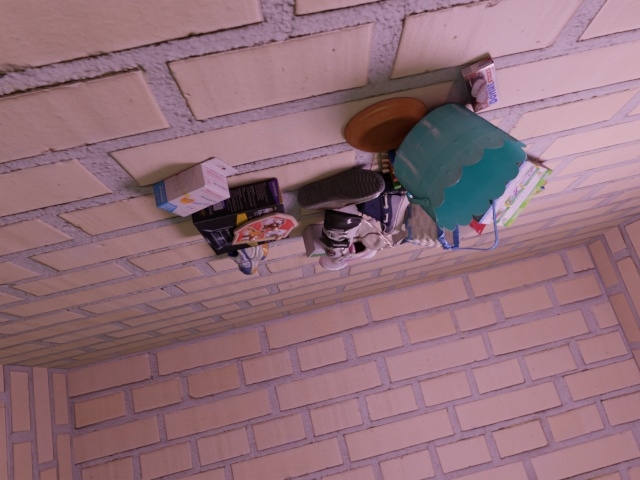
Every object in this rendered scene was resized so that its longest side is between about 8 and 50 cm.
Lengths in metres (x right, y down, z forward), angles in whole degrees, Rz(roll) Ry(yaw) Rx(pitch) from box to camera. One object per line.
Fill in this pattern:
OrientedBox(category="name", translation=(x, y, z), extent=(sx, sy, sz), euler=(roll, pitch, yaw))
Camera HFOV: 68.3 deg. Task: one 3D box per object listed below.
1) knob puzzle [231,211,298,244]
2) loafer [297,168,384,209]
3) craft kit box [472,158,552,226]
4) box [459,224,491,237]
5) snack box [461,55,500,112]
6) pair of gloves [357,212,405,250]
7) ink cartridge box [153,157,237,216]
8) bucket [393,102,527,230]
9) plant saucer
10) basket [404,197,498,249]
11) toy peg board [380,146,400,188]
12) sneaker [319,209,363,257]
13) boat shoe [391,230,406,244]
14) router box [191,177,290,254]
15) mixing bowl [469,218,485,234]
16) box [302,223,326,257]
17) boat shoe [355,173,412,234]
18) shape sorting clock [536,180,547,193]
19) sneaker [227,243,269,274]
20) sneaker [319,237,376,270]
OrientedBox(category="knob puzzle", translation=(-0.152, -0.028, 1.343), extent=(0.213, 0.030, 0.213), euler=(-14, 163, -4))
OrientedBox(category="loafer", translation=(0.061, -0.141, 1.354), extent=(0.251, 0.094, 0.087), euler=(-8, 169, 14))
OrientedBox(category="craft kit box", translation=(0.654, -0.164, 1.616), extent=(0.247, 0.061, 0.249), euler=(6, 124, -43))
OrientedBox(category="box", translation=(0.574, -0.080, 1.885), extent=(0.275, 0.113, 0.094), euler=(-23, -178, 30))
OrientedBox(category="snack box", translation=(0.358, -0.342, 1.046), extent=(0.064, 0.022, 0.178), euler=(-22, 161, 20))
OrientedBox(category="pair of gloves", translation=(0.250, -0.042, 1.753), extent=(0.240, 0.042, 0.204), euler=(-26, 132, 27))
OrientedBox(category="ink cartridge box", translation=(-0.295, -0.125, 1.139), extent=(0.181, 0.061, 0.104), euler=(-21, 162, 19))
OrientedBox(category="bucket", translation=(0.323, -0.177, 1.129), extent=(0.281, 0.183, 0.281), euler=(-27, 148, -19))
OrientedBox(category="plant saucer", translation=(0.157, -0.262, 1.113), extent=(0.200, 0.037, 0.200), euler=(-12, 163, -4))
OrientedBox(category="basket", translation=(0.423, -0.093, 1.533), extent=(0.289, 0.254, 0.201), euler=(-3, 171, 36))
OrientedBox(category="toy peg board", translation=(0.252, -0.213, 1.279), extent=(0.161, 0.079, 0.160), euler=(-16, 163, 5))
OrientedBox(category="sneaker", translation=(0.061, -0.015, 1.511), extent=(0.123, 0.146, 0.330), euler=(13, 175, 5))
OrientedBox(category="boat shoe", translation=(0.362, -0.036, 1.913), extent=(0.079, 0.095, 0.254), euler=(-9, 164, -12))
OrientedBox(category="router box", translation=(-0.222, -0.060, 1.376), extent=(0.243, 0.081, 0.309), euler=(-13, 163, -5))
OrientedBox(category="mixing bowl", translation=(0.555, -0.115, 1.742), extent=(0.098, 0.181, 0.181), euler=(-49, 153, 13))
OrientedBox(category="box", translation=(0.000, 0.000, 1.718), extent=(0.101, 0.101, 0.087), euler=(-5, 159, -24))
OrientedBox(category="boat shoe", translation=(0.185, -0.112, 1.513), extent=(0.158, 0.127, 0.340), euler=(-7, 155, -3))
OrientedBox(category="shape sorting clock", translation=(0.792, -0.189, 1.865), extent=(0.206, 0.040, 0.206), euler=(-16, 161, -6))
OrientedBox(category="sneaker", translation=(-0.270, 0.037, 1.660), extent=(0.131, 0.111, 0.296), euler=(10, 155, -16))
OrientedBox(category="sneaker", translation=(0.110, 0.044, 1.981), extent=(0.252, 0.102, 0.111), euler=(-21, 159, 1))
